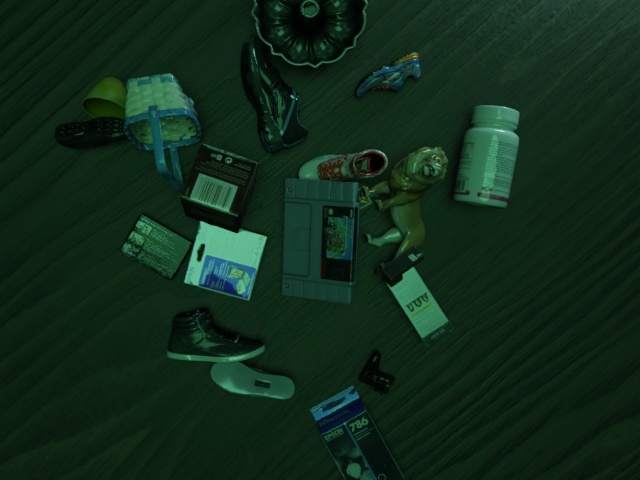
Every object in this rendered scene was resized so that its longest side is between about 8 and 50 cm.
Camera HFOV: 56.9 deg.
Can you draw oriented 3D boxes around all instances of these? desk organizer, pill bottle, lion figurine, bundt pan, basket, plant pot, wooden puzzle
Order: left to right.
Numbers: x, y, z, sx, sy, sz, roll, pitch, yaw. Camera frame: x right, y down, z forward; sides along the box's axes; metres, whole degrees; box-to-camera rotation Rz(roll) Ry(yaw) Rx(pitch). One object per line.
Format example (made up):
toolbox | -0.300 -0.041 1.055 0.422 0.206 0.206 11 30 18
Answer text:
plant pot | -0.607 -0.412 1.705 0.134 0.134 0.095 9 69 -4
basket | -0.436 -0.299 1.648 0.201 0.255 0.289 -7 82 -5
bundt pan | -0.033 -0.653 1.714 0.330 0.124 0.331 0 92 -3
wooden puzzle | 0.114 -0.125 1.808 0.116 0.014 0.078 -36 95 -1
desk organizer | 0.242 0.077 1.729 0.130 0.050 0.047 -33 56 -18
lion figurine | 0.253 -0.083 1.742 0.240 0.142 0.392 -20 133 -21
pill bottle | 0.496 -0.244 1.748 0.160 0.160 0.283 10 93 -4

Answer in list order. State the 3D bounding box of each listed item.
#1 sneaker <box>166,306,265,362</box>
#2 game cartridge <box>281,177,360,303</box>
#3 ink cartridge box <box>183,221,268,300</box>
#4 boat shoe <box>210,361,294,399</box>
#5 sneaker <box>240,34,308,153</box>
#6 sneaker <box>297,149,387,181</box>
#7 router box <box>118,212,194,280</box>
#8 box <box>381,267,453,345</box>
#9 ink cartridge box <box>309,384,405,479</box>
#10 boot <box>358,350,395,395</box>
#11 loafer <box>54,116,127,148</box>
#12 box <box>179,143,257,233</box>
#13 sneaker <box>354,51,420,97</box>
sneaker | -0.312 0.277 1.760 0.295 0.104 0.147 1 98 1
game cartridge | 0.000 0.000 1.731 0.230 0.068 0.355 6 99 25
ink cartridge box | -0.284 0.055 1.780 0.208 0.045 0.206 16 91 -4
boat shoe | -0.208 0.432 1.785 0.258 0.084 0.095 20 68 -6
sneaker | -0.141 -0.435 1.738 0.139 0.125 0.341 -18 101 -17
sneaker | 0.065 -0.216 1.734 0.270 0.145 0.090 -7 93 -3
router box | -0.489 0.019 1.766 0.179 0.046 0.133 31 91 -5
box | 0.297 0.193 1.812 0.100 0.060 0.244 -33 94 -1
ink cartridge box | 0.112 0.634 1.828 0.165 0.065 0.333 -30 94 -1
boot | 0.185 0.412 1.827 0.099 0.045 0.121 29 99 -2
loafer | -0.656 -0.311 1.724 0.223 0.078 0.076 -6 69 2
box | -0.285 -0.142 1.672 0.168 0.203 0.167 19 76 -4
sneaker | 0.205 -0.479 1.762 0.221 0.083 0.087 -27 102 2
